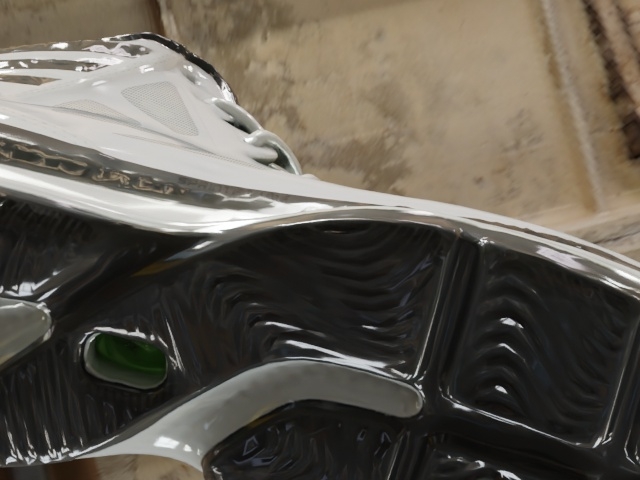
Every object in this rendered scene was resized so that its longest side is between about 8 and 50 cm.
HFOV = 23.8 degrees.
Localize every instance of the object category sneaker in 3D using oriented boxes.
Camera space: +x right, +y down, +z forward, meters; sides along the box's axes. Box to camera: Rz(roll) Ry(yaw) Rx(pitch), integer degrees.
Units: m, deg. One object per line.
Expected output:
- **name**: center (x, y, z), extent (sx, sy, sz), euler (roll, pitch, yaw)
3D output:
- **sneaker**: center (0.000, -0.001, 0.645), extent (0.447, 0.257, 0.169), euler (14, -61, 3)
